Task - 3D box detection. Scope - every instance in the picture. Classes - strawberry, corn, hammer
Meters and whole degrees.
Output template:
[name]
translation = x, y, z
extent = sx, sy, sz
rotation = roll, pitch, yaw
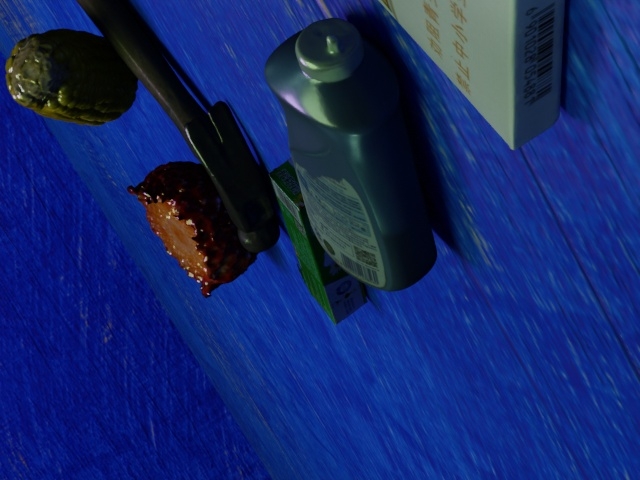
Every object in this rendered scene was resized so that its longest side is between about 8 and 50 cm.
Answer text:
[strawberry]
translation = -0.119, -0.020, 1.541
extent = 0.145, 0.086, 0.145
rotation = 53, 171, 12
[corn]
translation = -0.240, -0.160, 1.525
extent = 0.097, 0.097, 0.262
rotation = 57, -171, 0
[hammer]
translation = -0.176, -0.179, 1.436
extent = 0.440, 0.044, 0.168
rotation = 51, 169, 26

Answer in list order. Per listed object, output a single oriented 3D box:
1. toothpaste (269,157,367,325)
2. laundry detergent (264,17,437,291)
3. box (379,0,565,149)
[toothpaste]
translation = 0.000, 0.000, 1.189
extent = 0.043, 0.037, 0.178
rotation = 47, 166, 30
[laundry detergent]
translation = 0.017, -0.054, 0.874
extent = 0.096, 0.061, 0.206
rotation = 53, 169, 32
[box]
translation = 0.022, -0.147, 0.648
extent = 0.220, 0.032, 0.122
rotation = 51, 169, 26
